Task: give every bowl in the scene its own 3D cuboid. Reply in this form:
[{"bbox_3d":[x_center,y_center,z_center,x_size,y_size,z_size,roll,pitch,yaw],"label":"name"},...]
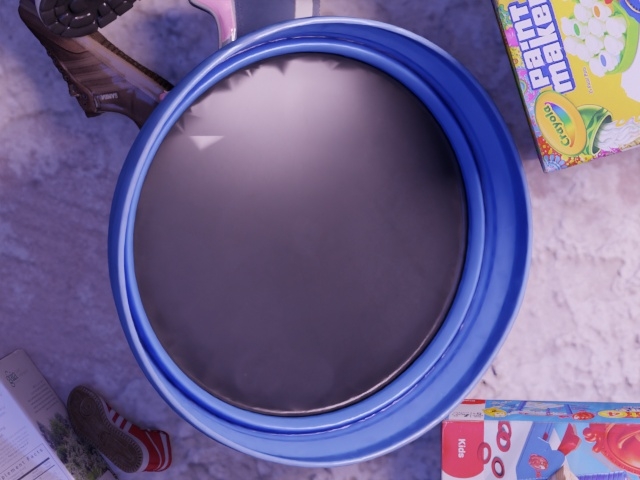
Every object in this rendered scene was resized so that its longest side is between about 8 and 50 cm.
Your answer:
[{"bbox_3d":[0.000,0.000,1.414,0.391,0.077,0.391,-4,99,-24],"label":"bowl"}]

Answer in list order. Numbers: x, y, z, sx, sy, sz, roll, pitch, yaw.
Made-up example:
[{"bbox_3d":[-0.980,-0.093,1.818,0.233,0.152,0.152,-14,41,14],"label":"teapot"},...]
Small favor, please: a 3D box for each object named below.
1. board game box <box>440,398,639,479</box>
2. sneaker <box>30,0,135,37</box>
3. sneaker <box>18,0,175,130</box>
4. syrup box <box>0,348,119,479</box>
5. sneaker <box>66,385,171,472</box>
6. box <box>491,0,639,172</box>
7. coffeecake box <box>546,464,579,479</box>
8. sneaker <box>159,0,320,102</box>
[{"bbox_3d":[0.263,0.306,1.499,0.302,0.086,0.308,0,97,7],"label":"board game box"},{"bbox_3d":[-0.152,-0.308,1.467,0.283,0.107,0.124,-29,59,-7],"label":"sneaker"},{"bbox_3d":[-0.215,-0.154,1.511,0.188,0.066,0.071,36,101,2],"label":"sneaker"},{"bbox_3d":[-0.267,0.228,1.550,0.096,0.093,0.237,-37,91,10],"label":"syrup box"},{"bbox_3d":[-0.192,0.185,1.568,0.118,0.067,0.042,41,104,31],"label":"sneaker"},{"bbox_3d":[0.281,-0.239,1.385,0.279,0.177,0.290,-16,95,8],"label":"box"},{"bbox_3d":[0.227,0.317,1.425,0.142,0.068,0.185,-43,90,10],"label":"coffeecake box"},{"bbox_3d":[-0.092,-0.078,1.480,0.131,0.112,0.319,13,90,-6],"label":"sneaker"}]
